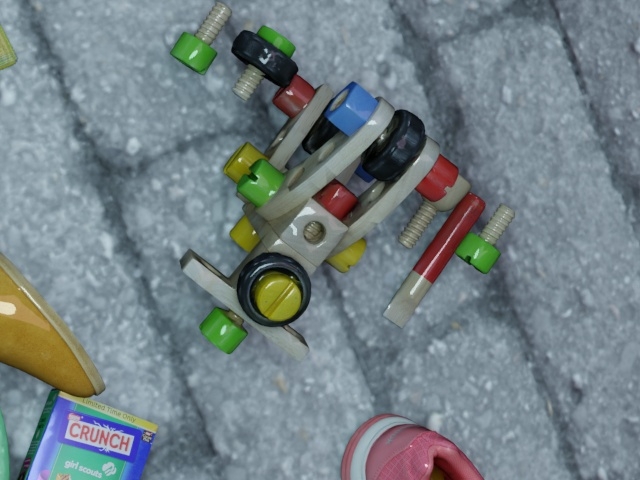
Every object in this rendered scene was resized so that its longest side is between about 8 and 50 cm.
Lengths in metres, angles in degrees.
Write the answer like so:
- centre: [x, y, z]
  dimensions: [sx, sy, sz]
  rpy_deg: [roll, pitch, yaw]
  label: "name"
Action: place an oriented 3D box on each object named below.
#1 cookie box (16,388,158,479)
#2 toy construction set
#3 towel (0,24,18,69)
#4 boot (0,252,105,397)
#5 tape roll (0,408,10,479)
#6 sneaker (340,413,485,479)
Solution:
- centre: [-0.194, 0.185, 1.329]
  dimensions: [0.092, 0.040, 0.107]
  rpy_deg: [24, 74, -20]
  label: "cookie box"
- centre: [0.000, 0.000, 1.379]
  dimensions: [0.309, 0.257, 0.237]
  rpy_deg: [35, 88, -41]
  label: "toy construction set"
- centre: [-0.295, -0.159, 1.341]
  dimensions: [0.083, 0.009, 0.060]
  rpy_deg: [-27, 96, -25]
  label: "towel"
- centre: [-0.323, 0.073, 1.175]
  dimensions: [0.295, 0.104, 0.211]
  rpy_deg: [44, 73, -8]
  label: "boot"
- centre: [-0.397, 0.175, 1.217]
  dimensions: [0.321, 0.077, 0.321]
  rpy_deg: [4, 82, -25]
  label: "tape roll"
- centre: [0.125, 0.298, 1.412]
  dimensions: [0.116, 0.136, 0.314]
  rpy_deg: [-30, 97, -24]
  label: "sneaker"
